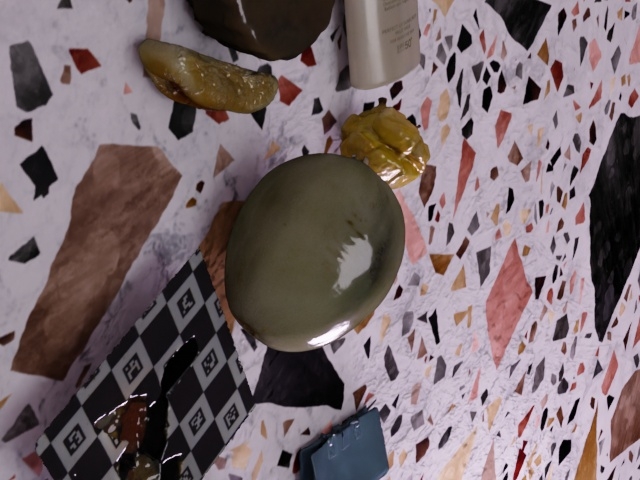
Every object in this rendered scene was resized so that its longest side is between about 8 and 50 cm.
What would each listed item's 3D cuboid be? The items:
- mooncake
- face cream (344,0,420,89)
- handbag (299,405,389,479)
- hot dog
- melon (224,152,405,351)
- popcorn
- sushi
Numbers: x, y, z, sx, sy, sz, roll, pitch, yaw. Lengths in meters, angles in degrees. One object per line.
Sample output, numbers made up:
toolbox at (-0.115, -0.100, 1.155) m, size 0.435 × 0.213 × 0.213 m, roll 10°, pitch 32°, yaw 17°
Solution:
mooncake at (-0.084, -0.360, 1.666) m, size 0.228 × 0.124 × 0.228 m, roll -20°, pitch 117°, yaw -47°
face cream at (0.093, -0.425, 1.932) m, size 0.173 × 0.081 × 0.349 m, roll -34°, pitch 129°, yaw -45°
handbag at (0.040, 0.392, 2.179) m, size 0.221 × 0.057 × 0.144 m, roll -23°, pitch 116°, yaw -50°
hot dog at (-0.150, -0.212, 1.654) m, size 0.242 × 0.084 × 0.073 m, roll 7°, pitch 95°, yaw -57°
melon at (-0.007, 0.014, 1.796) m, size 0.271 × 0.271 × 0.308 m, roll 14°, pitch 97°, yaw -56°
popcorn at (0.104, -0.148, 1.993) m, size 0.167 × 0.148 × 0.152 m, roll 82°, pitch 23°, yaw -73°
sushi at (-0.245, 0.240, 1.698) m, size 0.359 × 0.064 × 0.343 m, roll -52°, pitch 144°, yaw -33°
